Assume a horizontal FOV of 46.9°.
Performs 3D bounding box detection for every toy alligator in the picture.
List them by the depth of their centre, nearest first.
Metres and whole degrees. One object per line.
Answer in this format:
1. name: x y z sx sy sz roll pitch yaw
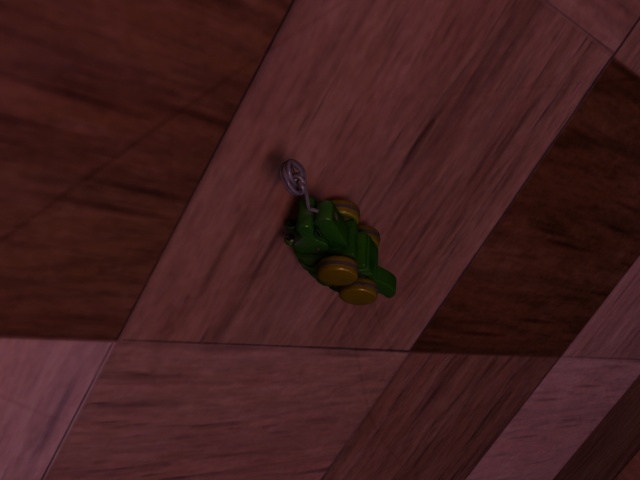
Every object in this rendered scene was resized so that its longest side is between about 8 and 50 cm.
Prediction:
1. toy alligator: 0.000 0.000 0.524 0.051 0.056 0.189 -10 149 24
